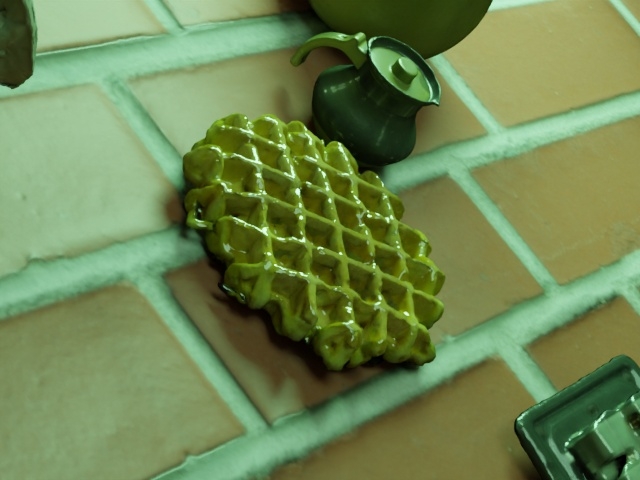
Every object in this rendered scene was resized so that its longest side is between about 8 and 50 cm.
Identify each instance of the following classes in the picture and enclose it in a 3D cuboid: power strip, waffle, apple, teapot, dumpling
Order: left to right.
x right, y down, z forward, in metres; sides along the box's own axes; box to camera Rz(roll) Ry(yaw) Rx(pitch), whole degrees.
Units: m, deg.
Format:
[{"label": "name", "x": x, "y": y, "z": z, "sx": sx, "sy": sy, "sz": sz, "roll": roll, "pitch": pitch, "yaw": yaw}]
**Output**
[{"label": "dumpling", "x": -0.327, "y": -0.220, "z": 1.577, "sx": 0.199, "sy": 0.136, "sz": 0.118, "roll": 30, "pitch": 41, "yaw": -2}, {"label": "waffle", "x": -0.007, "y": -0.009, "z": 1.748, "sx": 0.329, "sy": 0.062, "sz": 0.329, "roll": 28, "pitch": 37, "yaw": -24}, {"label": "teapot", "x": 0.046, "y": -0.160, "z": 1.920, "sx": 0.166, "sy": 0.119, "sz": 0.130, "roll": 43, "pitch": 32, "yaw": 1}, {"label": "apple", "x": 0.097, "y": -0.343, "z": 2.085, "sx": 0.262, "sy": 0.262, "sz": 0.262, "roll": 28, "pitch": 36, "yaw": -23}, {"label": "power strip", "x": 0.340, "y": 0.241, "z": 1.815, "sx": 0.257, "sy": 0.092, "sz": 0.251, "roll": 55, "pitch": 31, "yaw": 10}]
